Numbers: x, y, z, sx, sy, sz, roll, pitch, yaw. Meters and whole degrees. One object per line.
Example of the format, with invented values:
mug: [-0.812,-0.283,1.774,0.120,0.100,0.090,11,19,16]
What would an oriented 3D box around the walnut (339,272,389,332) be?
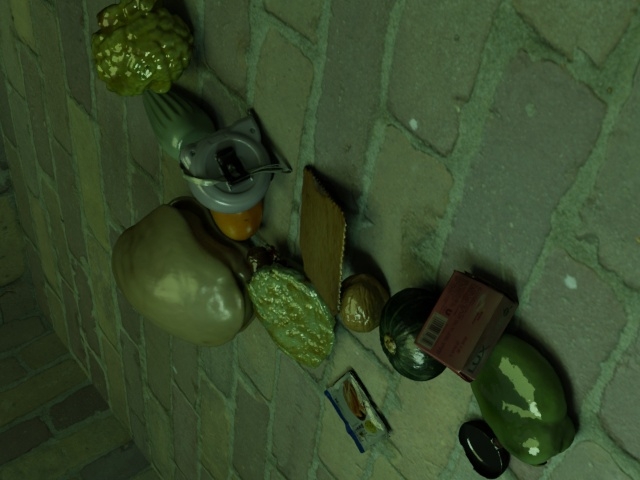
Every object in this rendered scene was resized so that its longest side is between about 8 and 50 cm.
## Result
walnut: [0.081,0.118,1.661,0.105,0.105,0.124,34,136,40]

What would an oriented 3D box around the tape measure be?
tape measure: [-0.181,-0.149,1.766,0.178,0.196,0.105,56,160,-3]

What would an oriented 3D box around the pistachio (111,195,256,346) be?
pistachio: [-0.333,0.076,2.126,0.445,0.281,0.365,20,118,33]

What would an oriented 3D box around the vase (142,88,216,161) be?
vase: [-0.335,-0.278,1.971,0.248,0.128,0.128,49,149,39]

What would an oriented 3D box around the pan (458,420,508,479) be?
pan: [0.312,0.366,1.550,0.115,0.040,0.212,56,157,14]

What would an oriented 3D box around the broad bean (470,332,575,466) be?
broad bean: [0.325,0.259,1.401,0.169,0.100,0.228,-9,94,51]

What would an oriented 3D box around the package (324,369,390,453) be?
package: [0.081,0.392,1.949,0.171,0.027,0.173,56,146,12]

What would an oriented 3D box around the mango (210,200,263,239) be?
mango: [-0.190,-0.075,1.926,0.145,0.112,0.219,50,160,21]

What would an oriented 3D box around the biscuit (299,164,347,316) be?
biscuit: [0.000,0.000,1.679,0.232,0.013,0.237,-126,34,-53]

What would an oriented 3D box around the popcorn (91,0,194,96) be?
popcorn: [-0.385,-0.437,1.850,0.237,0.206,0.251,52,140,46]

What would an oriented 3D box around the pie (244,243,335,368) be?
pie: [-0.064,0.157,1.916,0.257,0.105,0.274,29,137,32]

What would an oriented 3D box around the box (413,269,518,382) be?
box: [0.235,0.135,1.387,0.060,0.156,0.111,30,180,-44]

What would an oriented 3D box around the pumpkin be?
pumpkin: [0.171,0.166,1.526,0.167,0.125,0.167,46,152,33]
